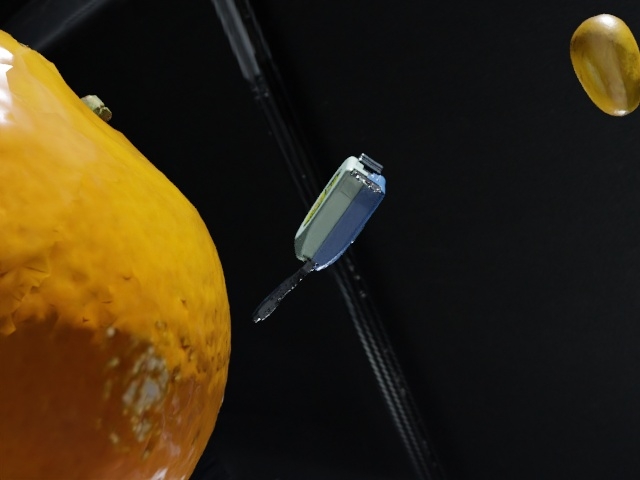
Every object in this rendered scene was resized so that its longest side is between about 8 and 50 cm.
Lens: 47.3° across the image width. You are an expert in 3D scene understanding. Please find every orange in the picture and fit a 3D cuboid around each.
[{"bbox_3d":[-0.251,0.033,0.511,0.424,0.326,0.424,29,-11,6],"label":"orange"}]

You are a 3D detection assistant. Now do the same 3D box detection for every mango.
[{"bbox_3d":[0.532,-0.318,1.350,0.112,0.219,0.145,-11,-31,11],"label":"mango"}]

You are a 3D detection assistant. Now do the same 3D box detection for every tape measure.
[{"bbox_3d":[0.000,0.000,1.388,0.098,0.215,0.351,35,-71,-6],"label":"tape measure"}]
